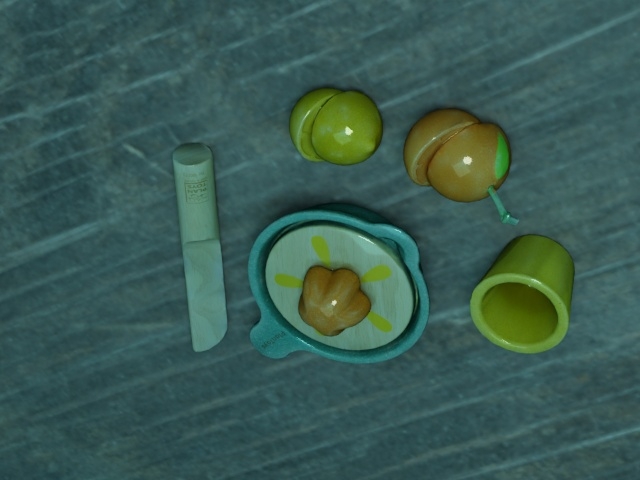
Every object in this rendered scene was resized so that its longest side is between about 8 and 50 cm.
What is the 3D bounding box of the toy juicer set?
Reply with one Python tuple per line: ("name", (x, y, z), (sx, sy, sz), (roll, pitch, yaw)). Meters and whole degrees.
("toy juicer set", (0.000, 0.000, 1.265), (0.329, 0.089, 0.209), (-7, 123, 28))
